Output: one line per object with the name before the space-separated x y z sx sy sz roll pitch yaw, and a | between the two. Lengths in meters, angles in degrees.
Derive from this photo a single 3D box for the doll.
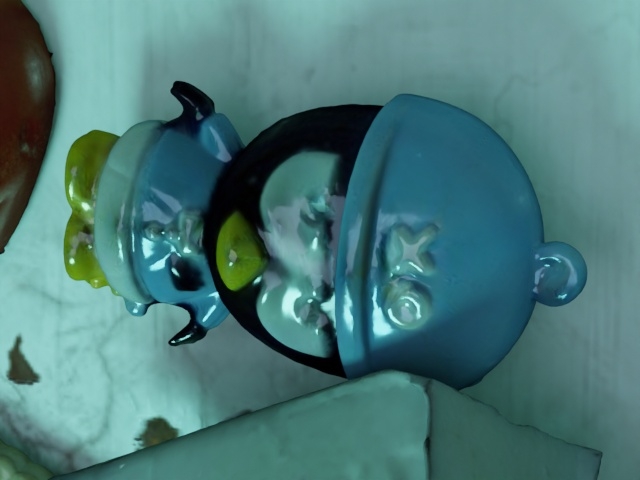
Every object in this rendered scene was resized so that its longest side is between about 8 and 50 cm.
doll | 0.000 0.000 1.105 0.314 0.141 0.177 7 105 19

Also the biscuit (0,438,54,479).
biscuit | -0.263 0.278 1.288 0.217 0.044 0.325 31 107 11

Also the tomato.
tomato | -0.285 -0.073 1.204 0.227 0.101 0.228 3 99 20

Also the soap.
soap | -0.005 0.228 1.062 0.302 0.159 0.258 -21 56 32
